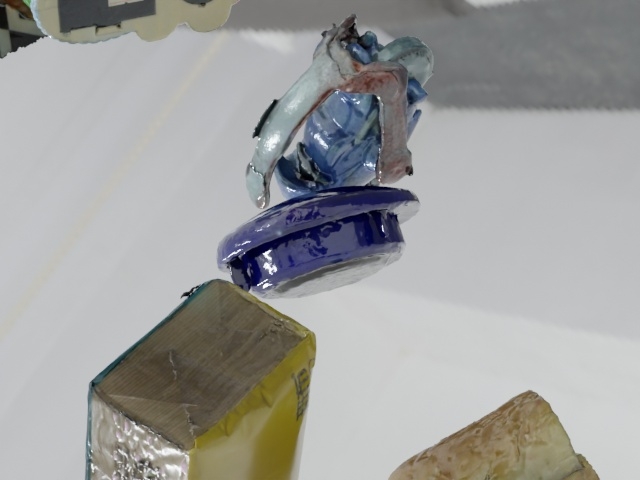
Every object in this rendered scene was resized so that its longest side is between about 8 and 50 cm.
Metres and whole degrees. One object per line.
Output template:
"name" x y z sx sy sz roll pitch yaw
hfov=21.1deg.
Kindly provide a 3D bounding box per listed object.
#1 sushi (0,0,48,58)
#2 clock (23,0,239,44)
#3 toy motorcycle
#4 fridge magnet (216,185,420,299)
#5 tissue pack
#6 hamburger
"sushi" -0.317 -0.312 1.542 0.059 0.294 0.292 -23 99 39
"clock" -0.171 -0.251 1.390 0.195 0.194 0.100 -119 25 -43
"toy motorcycle" 0.016 -0.158 2.359 0.241 0.182 0.319 9 129 -18
"fridge magnet" 0.000 0.000 2.145 0.265 0.265 0.113 124 130 -76
"tissue pack" -0.103 0.200 1.487 0.134 0.192 0.271 27 133 22
"hamburger" 0.153 0.274 1.666 0.330 0.209 0.162 82 164 -64
